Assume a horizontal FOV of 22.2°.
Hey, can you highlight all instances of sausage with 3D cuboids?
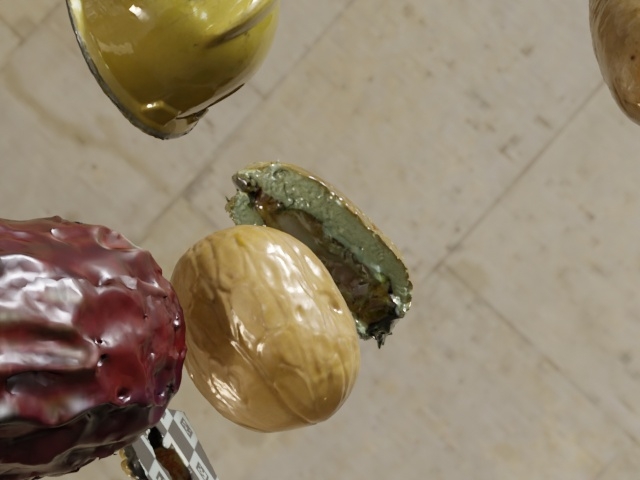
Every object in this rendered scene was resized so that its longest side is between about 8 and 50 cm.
[{"bbox_3d":[0.347,-0.248,1.704,0.501,0.136,0.123,-73,-14,-61],"label":"sausage"}]

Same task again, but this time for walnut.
[{"bbox_3d":[-0.053,0.082,1.482,0.165,0.197,0.165,-25,-2,-1],"label":"walnut"}]

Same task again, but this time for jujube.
[{"bbox_3d":[-0.284,0.088,1.265,0.376,0.258,0.258,-14,-35,-44],"label":"jujube"}]

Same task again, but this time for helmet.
[{"bbox_3d":[-0.099,-0.205,1.365,0.140,0.205,0.257,-18,13,23],"label":"helmet"}]

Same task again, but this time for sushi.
[{"bbox_3d":[-0.164,0.334,1.956,0.050,0.290,0.264,-32,-17,9],"label":"sushi"}]

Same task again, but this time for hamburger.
[{"bbox_3d":[0.000,0.000,2.167,0.132,0.309,0.211,-47,12,4],"label":"hamburger"}]
